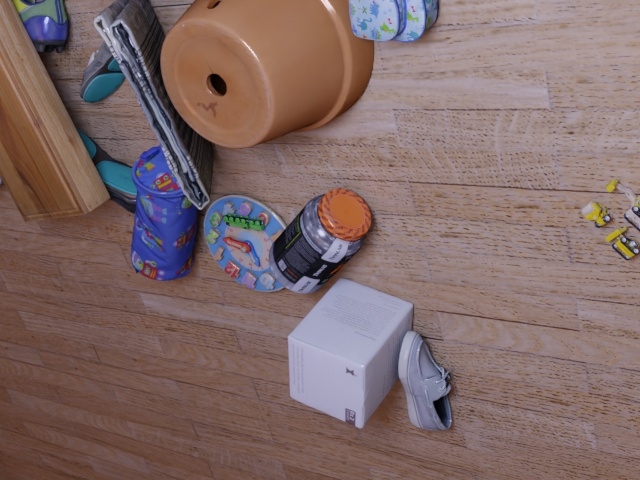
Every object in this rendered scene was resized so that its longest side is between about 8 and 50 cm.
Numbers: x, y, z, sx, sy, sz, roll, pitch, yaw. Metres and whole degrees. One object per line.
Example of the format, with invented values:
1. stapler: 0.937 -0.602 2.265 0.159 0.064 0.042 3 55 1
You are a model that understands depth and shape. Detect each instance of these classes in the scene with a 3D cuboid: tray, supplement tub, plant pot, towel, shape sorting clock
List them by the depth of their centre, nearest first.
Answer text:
1. plant pot: -0.095 -0.267 1.374 0.290 0.203 0.291 20 131 24
2. towel: -0.253 -0.230 1.476 0.056 0.324 0.312 -21 112 3
3. supplement tub: 0.000 0.000 1.570 0.117 0.117 0.190 44 138 1
4. tray: -0.562 -0.233 1.721 0.202 0.076 0.411 -4 118 40
5. shape sorting clock: -0.132 0.008 1.734 0.206 0.040 0.206 21 132 24

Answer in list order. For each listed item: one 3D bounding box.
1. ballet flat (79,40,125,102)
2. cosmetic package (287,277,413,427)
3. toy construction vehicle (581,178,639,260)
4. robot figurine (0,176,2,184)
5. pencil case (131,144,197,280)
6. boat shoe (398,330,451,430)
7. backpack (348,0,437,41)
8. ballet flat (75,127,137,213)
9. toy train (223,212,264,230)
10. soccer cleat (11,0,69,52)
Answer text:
1. ballet flat: -0.374 -0.320 1.660 0.213 0.072 0.068 -32 72 49
2. cosmetic package: 0.054 0.192 1.627 0.151 0.183 0.151 20 131 25
3. toy construction vehicle: 0.417 -0.030 1.290 0.098 0.035 0.086 43 148 6
4. robot figurine: -0.841 -0.221 1.988 0.300 0.200 0.353 -33 99 37
5. pencil case: -0.290 -0.047 1.727 0.133 0.119 0.306 38 147 16
6. boat shoe: 0.193 0.250 1.651 0.081 0.079 0.228 7 132 26
7. backpack: 0.097 -0.320 1.273 0.114 0.084 0.105 14 131 26
8. ballet flat: -0.446 -0.133 1.835 0.280 0.095 0.096 34 148 12
9. toy train: -0.138 -0.032 1.682 0.083 0.017 0.024 9 127 26
10. soccer cleat: -0.570 -0.417 1.729 0.289 0.093 0.121 15 105 33
